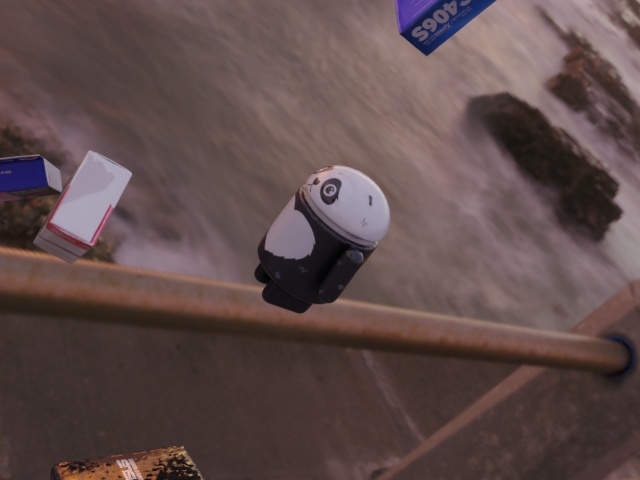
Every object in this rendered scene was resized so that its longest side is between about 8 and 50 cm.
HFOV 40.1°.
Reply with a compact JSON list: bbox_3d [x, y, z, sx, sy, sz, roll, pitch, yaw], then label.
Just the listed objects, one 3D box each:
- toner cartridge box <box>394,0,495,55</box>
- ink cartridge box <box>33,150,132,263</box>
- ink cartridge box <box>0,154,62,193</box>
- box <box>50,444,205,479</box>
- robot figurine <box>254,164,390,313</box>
[{"bbox_3d":[0.275,-0.477,1.463,0.075,0.348,0.165,31,39,-32],"label":"toner cartridge box"},{"bbox_3d":[-0.443,-0.057,1.625,0.092,0.218,0.158,30,69,-16],"label":"ink cartridge box"},{"bbox_3d":[-0.637,-0.123,1.797,0.176,0.371,0.069,-8,89,-11],"label":"ink cartridge box"},{"bbox_3d":[-0.090,0.224,0.454,0.078,0.180,0.147,-3,19,-27],"label":"box"},{"bbox_3d":[-0.002,-0.002,1.539,0.209,0.278,0.173,44,23,13],"label":"robot figurine"}]
